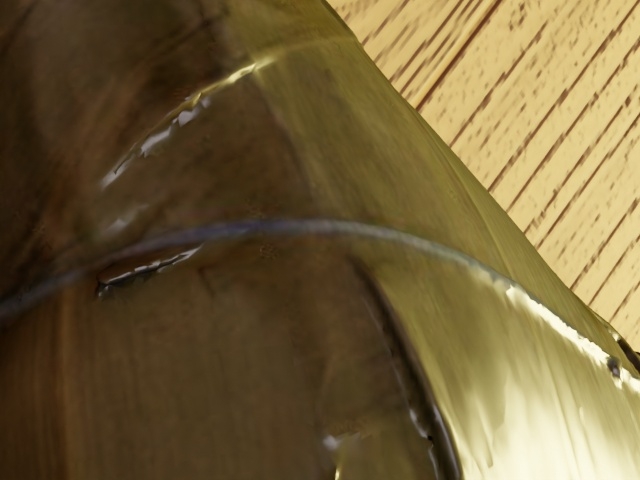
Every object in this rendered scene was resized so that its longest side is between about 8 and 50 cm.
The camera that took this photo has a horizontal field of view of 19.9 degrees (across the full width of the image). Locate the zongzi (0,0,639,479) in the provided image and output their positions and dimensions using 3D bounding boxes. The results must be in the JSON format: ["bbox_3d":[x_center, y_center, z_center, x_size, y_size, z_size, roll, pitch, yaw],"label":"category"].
[{"bbox_3d":[0.000,0.000,0.638,0.356,0.174,0.392,7,65,-58],"label":"zongzi"}]
